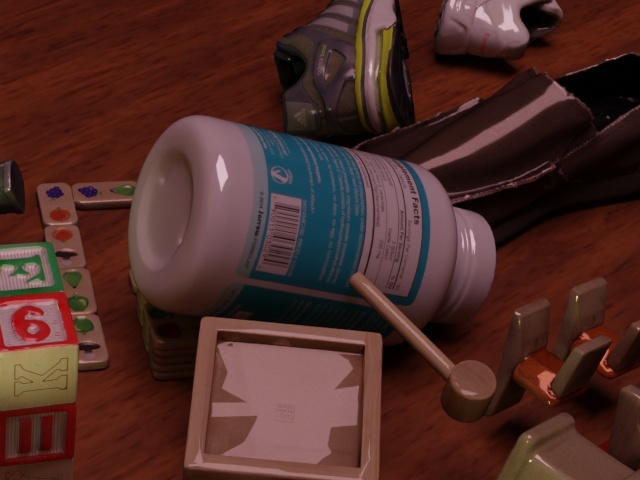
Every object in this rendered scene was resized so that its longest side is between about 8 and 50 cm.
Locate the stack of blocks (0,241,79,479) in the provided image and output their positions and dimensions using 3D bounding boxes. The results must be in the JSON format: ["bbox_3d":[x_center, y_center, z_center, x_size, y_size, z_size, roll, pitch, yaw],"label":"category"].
[{"bbox_3d":[-0.231,0.147,0.997,0.171,0.297,0.087,-6,41,-16],"label":"stack of blocks"}]

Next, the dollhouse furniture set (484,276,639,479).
[{"bbox_3d":[0.217,0.168,1.224,0.262,0.135,0.259,34,33,31],"label":"dollhouse furniture set"}]

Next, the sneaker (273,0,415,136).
[{"bbox_3d":[0.018,-0.187,1.654,0.121,0.111,0.300,-9,28,6],"label":"sneaker"}]

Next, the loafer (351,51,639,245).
[{"bbox_3d":[0.164,-0.093,1.528,0.366,0.130,0.134,-18,44,-31],"label":"loafer"}]

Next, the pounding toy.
[{"bbox_3d":[0.014,0.118,1.233,0.206,0.094,0.181,6,48,-3],"label":"pounding toy"}]

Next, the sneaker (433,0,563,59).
[{"bbox_3d":[0.192,-0.248,1.794,0.115,0.090,0.232,20,47,5],"label":"sneaker"}]

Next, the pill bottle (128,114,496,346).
[{"bbox_3d":[0.000,0.000,1.333,0.264,0.146,0.146,12,31,-30],"label":"pill bottle"}]

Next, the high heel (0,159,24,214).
[{"bbox_3d":[-0.322,0.049,1.317,0.186,0.093,0.261,-9,45,8],"label":"high heel"}]

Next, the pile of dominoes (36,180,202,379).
[{"bbox_3d":[-0.116,0.012,1.414,0.196,0.040,0.251,-4,38,-15],"label":"pile of dominoes"}]
